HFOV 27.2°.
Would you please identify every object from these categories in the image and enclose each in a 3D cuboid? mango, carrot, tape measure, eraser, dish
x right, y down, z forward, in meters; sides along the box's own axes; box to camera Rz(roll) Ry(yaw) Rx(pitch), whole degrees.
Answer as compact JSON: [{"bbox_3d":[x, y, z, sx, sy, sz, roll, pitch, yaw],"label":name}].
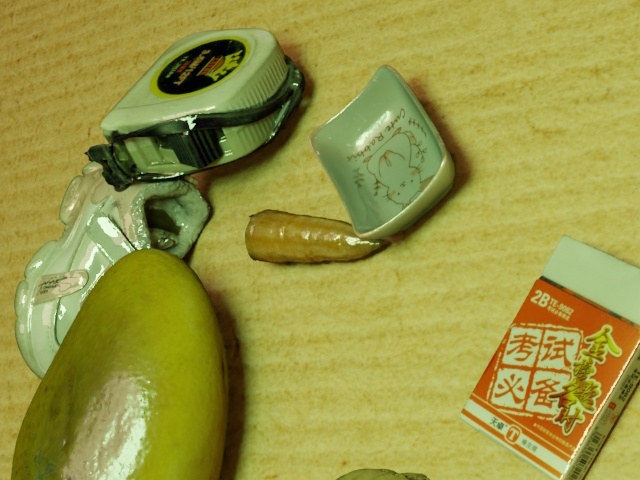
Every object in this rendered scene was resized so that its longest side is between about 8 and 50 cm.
[{"bbox_3d":[-0.246,0.219,1.679,0.301,0.221,0.445,-16,55,42],"label":"mango"},{"bbox_3d":[0.000,0.000,1.687,0.205,0.072,0.072,5,71,37],"label":"carrot"},{"bbox_3d":[-0.155,-0.174,1.835,0.231,0.133,0.271,5,42,35],"label":"tape measure"},{"bbox_3d":[0.257,0.122,1.371,0.157,0.038,0.230,30,90,49],"label":"eraser"},{"bbox_3d":[0.087,-0.100,1.640,0.151,0.077,0.212,-42,44,16],"label":"dish"}]

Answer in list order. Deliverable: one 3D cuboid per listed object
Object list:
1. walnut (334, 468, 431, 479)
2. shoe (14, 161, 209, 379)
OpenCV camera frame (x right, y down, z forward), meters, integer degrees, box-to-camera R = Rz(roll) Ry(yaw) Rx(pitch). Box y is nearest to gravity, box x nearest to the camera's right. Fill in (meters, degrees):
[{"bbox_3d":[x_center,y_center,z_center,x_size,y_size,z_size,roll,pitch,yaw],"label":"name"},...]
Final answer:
[{"bbox_3d":[0.055,0.345,1.328,0.198,0.198,0.245,3,60,46],"label":"walnut"},{"bbox_3d":[-0.293,0.044,1.863,0.198,0.172,0.350,0,69,41],"label":"shoe"}]
